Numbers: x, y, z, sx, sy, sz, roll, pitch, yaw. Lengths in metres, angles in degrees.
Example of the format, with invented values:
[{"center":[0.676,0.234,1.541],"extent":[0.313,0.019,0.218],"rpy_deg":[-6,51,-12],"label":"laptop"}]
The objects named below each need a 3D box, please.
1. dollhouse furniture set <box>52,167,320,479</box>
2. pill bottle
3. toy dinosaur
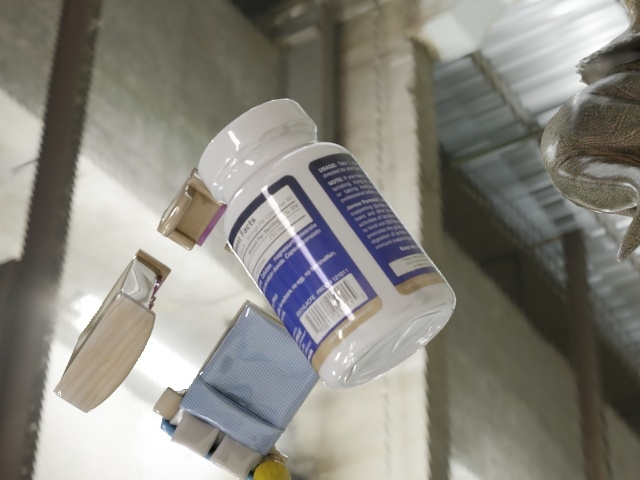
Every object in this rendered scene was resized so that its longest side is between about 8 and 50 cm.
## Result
[{"center":[-0.101,0.130,1.626],"extent":[0.303,0.286,0.198],"rpy_deg":[33,-169,-10],"label":"dollhouse furniture set"},{"center":[0.000,0.000,1.389],"extent":[0.264,0.153,0.153],"rpy_deg":[55,-158,19],"label":"pill bottle"},{"center":[0.202,-0.058,0.865],"extent":[0.313,0.160,0.121],"rpy_deg":[-54,-31,-41],"label":"toy dinosaur"}]
